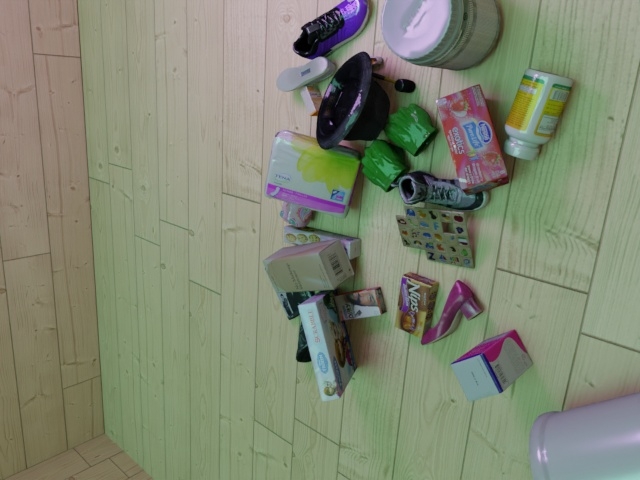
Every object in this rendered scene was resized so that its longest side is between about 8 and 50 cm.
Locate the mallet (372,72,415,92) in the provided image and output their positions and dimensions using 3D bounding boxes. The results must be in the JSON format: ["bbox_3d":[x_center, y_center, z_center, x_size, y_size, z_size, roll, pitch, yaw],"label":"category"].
[{"bbox_3d":[0.214,-0.495,1.619,0.190,0.063,0.039,41,124,46],"label":"mallet"}]

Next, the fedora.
[{"bbox_3d":[0.116,-0.402,1.596,0.334,0.153,0.333,-48,31,41],"label":"fedora"}]

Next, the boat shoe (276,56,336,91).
[{"bbox_3d":[-0.047,-0.561,1.801,0.228,0.081,0.079,-10,86,36],"label":"boat shoe"}]

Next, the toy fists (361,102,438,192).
[{"bbox_3d":[0.234,-0.287,1.607,0.142,0.096,0.279,47,126,15],"label":"toy fists"}]

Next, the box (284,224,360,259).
[{"bbox_3d":[0.000,0.000,1.904,0.324,0.063,0.067,15,112,39],"label":"box"}]

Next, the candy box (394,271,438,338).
[{"bbox_3d":[0.306,0.207,1.683,0.109,0.053,0.186,21,115,37],"label":"candy box"}]

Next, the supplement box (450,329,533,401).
[{"bbox_3d":[0.475,0.341,1.448,0.114,0.220,0.111,-35,76,43],"label":"supplement box"}]

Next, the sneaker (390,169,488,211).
[{"bbox_3d":[0.333,-0.136,1.508,0.269,0.153,0.101,20,113,38],"label":"sneaker"}]

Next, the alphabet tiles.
[{"bbox_3d":[0.338,-0.014,1.576,0.237,0.009,0.198,11,133,41],"label":"alphabet tiles"}]

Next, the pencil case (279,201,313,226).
[{"bbox_3d":[-0.059,-0.191,1.876,0.124,0.124,0.283,38,124,30],"label":"pencil case"}]

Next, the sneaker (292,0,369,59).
[{"bbox_3d":[0.021,-0.672,1.669,0.293,0.146,0.102,-30,80,43],"label":"sneaker"}]

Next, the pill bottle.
[{"bbox_3d":[0.533,-0.312,1.310,0.118,0.118,0.208,30,119,34],"label":"pill bottle"}]

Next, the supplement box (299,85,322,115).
[{"bbox_3d":[-0.023,-0.481,1.812,0.036,0.062,0.098,-27,82,43],"label":"supplement box"}]

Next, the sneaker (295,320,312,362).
[{"bbox_3d":[-0.035,0.368,2.022,0.106,0.101,0.267,-108,31,-46],"label":"sneaker"}]

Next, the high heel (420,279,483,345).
[{"bbox_3d":[0.375,0.228,1.608,0.244,0.082,0.117,-48,64,40],"label":"high heel"}]

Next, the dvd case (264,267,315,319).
[{"bbox_3d":[-0.117,0.176,2.076,0.179,0.030,0.238,-36,75,41],"label":"dvd case"}]

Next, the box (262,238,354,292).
[{"bbox_3d":[-0.048,0.095,1.859,0.311,0.121,0.147,-11,107,48],"label":"box"}]

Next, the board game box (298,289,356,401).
[{"bbox_3d":[0.032,0.339,1.792,0.066,0.318,0.318,-14,91,14],"label":"board game box"}]

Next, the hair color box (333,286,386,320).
[{"bbox_3d":[0.137,0.221,1.823,0.167,0.053,0.093,-15,90,32],"label":"hair color box"}]

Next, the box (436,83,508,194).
[{"bbox_3d":[0.404,-0.261,1.391,0.123,0.128,0.256,-17,80,20],"label":"box"}]

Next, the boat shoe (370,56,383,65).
[{"bbox_3d":[0.147,-0.564,1.656,0.100,0.035,0.035,13,108,39],"label":"boat shoe"}]

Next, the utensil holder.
[{"bbox_3d":[0.736,0.508,1.185,0.386,0.328,0.327,-36,75,39],"label":"utensil holder"}]

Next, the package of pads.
[{"bbox_3d":[-0.026,-0.223,1.732,0.297,0.101,0.229,15,118,3],"label":"package of pads"}]

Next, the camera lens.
[{"bbox_3d":[0.313,-0.555,1.344,0.220,0.274,0.219,12,108,40],"label":"camera lens"}]
